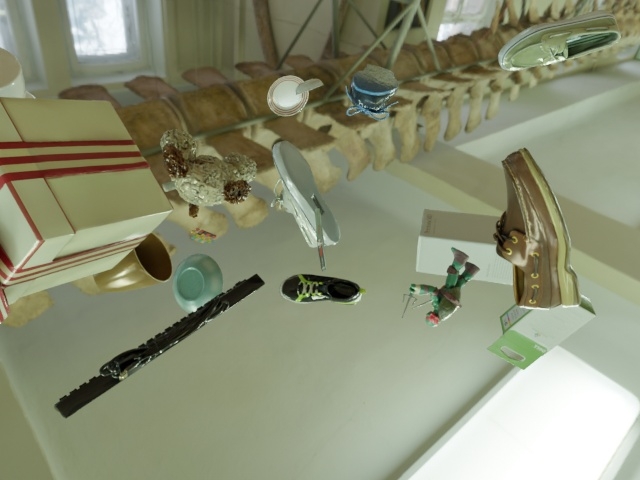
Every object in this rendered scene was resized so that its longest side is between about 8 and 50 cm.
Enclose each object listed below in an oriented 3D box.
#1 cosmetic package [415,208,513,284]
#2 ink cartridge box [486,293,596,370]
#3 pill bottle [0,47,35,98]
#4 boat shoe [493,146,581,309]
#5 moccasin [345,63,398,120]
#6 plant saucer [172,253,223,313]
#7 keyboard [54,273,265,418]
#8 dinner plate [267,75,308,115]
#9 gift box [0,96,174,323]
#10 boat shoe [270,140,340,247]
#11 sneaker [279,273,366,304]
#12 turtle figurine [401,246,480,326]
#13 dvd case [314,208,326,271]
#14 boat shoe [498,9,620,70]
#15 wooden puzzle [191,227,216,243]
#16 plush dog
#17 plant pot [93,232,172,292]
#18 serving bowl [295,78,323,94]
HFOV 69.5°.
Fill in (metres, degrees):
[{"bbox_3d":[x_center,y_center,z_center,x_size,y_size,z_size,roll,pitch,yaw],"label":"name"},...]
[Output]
[{"bbox_3d":[0.594,0.021,1.703,0.454,0.161,0.230,7,-149,13],"label":"cosmetic package"},{"bbox_3d":[0.474,0.184,1.014,0.109,0.209,0.062,29,-148,-8],"label":"ink cartridge box"},{"bbox_3d":[-0.664,-0.169,0.925,0.229,0.407,0.229,11,-133,-12],"label":"pill bottle"},{"bbox_3d":[0.193,0.000,0.428,0.060,0.178,0.064,-18,-149,19],"label":"boat shoe"},{"bbox_3d":[0.148,-0.392,1.257,0.138,0.116,0.342,22,-150,6],"label":"moccasin"},{"bbox_3d":[-0.397,0.136,1.448,0.195,0.195,0.037,25,-175,22],"label":"plant saucer"},{"bbox_3d":[-0.212,0.136,0.650,0.317,0.201,0.033,-34,-90,-33],"label":"keyboard"},{"bbox_3d":[-0.109,-0.481,1.531,0.141,0.141,0.017,-7,-137,-22],"label":"dinner plate"},{"bbox_3d":[-0.431,-0.042,0.702,0.255,0.276,0.258,54,-150,7],"label":"gift box"},{"bbox_3d":[-0.083,-0.132,1.482,0.157,0.367,0.136,-17,-155,32],"label":"boat shoe"},{"bbox_3d":[0.005,0.125,1.253,0.235,0.097,0.084,2,-107,1],"label":"sneaker"},{"bbox_3d":[0.320,0.142,1.216,0.118,0.175,0.234,35,-94,33],"label":"turtle figurine"},{"bbox_3d":[0.000,0.000,1.030,0.013,0.119,0.087,-6,-129,3],"label":"dvd case"},{"bbox_3d":[0.650,-0.539,1.262,0.302,0.109,0.094,-16,-134,19],"label":"boat shoe"},{"bbox_3d":[-0.323,-0.009,1.274,0.083,0.049,0.006,26,-136,-42],"label":"wooden puzzle"},{"bbox_3d":[-0.300,-0.152,1.170,0.263,0.210,0.225,20,-178,-17],"label":"plush dog"},{"bbox_3d":[-0.784,0.108,1.881,0.254,0.237,0.237,-24,-145,10],"label":"plant pot"},{"bbox_3d":[-0.035,-0.444,1.322,0.083,0.027,0.083,-18,-162,6],"label":"serving bowl"}]
